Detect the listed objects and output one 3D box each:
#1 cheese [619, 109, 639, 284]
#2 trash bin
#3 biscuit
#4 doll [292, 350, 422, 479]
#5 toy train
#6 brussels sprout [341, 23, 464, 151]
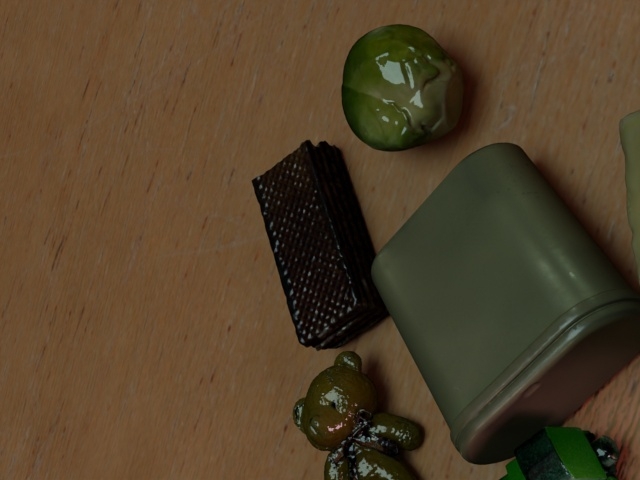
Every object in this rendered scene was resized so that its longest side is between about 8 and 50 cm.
[{"bbox_3d":[0.361,0.028,0.939,0.124,0.243,0.265,-25,66,50],"label":"cheese"},{"bbox_3d":[0.182,0.062,1.202,0.243,0.121,0.247,-50,48,26],"label":"trash bin"},{"bbox_3d":[0.000,0.000,1.423,0.106,0.070,0.252,-35,59,34],"label":"biscuit"},{"bbox_3d":[0.041,0.235,1.326,0.137,0.097,0.209,-45,59,23],"label":"doll"},{"bbox_3d":[0.182,0.266,1.162,0.251,0.119,0.085,-43,56,29],"label":"toy train"},{"bbox_3d":[0.092,-0.172,1.332,0.155,0.117,0.155,9,106,32],"label":"brussels sprout"}]
